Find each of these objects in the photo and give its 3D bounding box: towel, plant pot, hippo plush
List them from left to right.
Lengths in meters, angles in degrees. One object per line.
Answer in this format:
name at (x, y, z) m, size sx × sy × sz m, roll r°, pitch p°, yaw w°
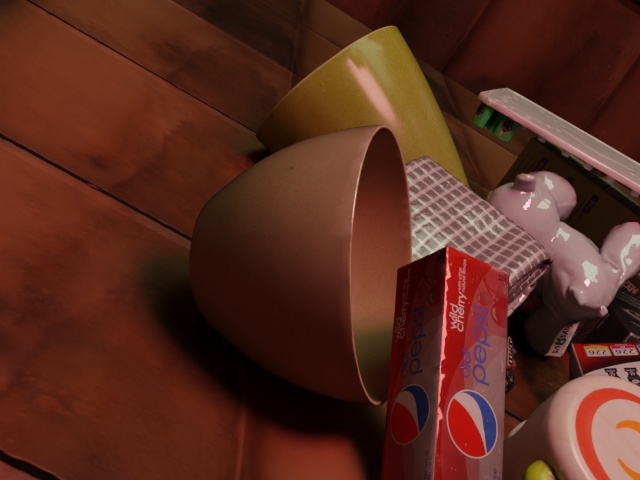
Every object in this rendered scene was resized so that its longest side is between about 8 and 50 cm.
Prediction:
plant pot at (-0.024, 0.024, 1.059) m, size 0.190 × 0.284 × 0.284 m, roll 0°, pitch 14°, yaw 16°
plant pot at (0.098, -0.127, 1.568) m, size 0.293 × 0.275 × 0.275 m, roll 53°, pitch 23°, yaw 4°
towel at (0.132, 0.028, 1.292) m, size 0.235 × 0.121 × 0.283 m, roll 41°, pitch 46°, yaw 17°
hippo plush at (0.327, 0.028, 1.529) m, size 0.236 × 0.234 × 0.294 m, roll 45°, pitch 43°, yaw 11°

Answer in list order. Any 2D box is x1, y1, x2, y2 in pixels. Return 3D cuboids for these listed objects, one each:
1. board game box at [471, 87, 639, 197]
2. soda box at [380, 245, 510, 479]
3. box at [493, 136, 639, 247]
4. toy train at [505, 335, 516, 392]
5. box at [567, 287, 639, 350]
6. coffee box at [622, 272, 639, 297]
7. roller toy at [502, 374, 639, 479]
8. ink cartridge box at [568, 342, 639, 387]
board game box at (0.444, -0.132, 1.686) m, size 0.390 × 0.050 × 0.390 m, roll 32°, pitch 17°, yaw 9°
soda box at (0.125, 0.145, 1.015) m, size 0.092 × 0.083 × 0.263 m, roll 23°, pitch 59°, yaw -28°
box at (0.438, -0.038, 1.893) m, size 0.243 × 0.214 × 0.117 m, roll 40°, pitch 22°, yaw 17°
toy train at (0.257, 0.170, 1.428) m, size 0.036 × 0.027 × 0.158 m, roll 37°, pitch 21°, yaw -3°
box at (0.490, 0.161, 1.679) m, size 0.153 × 0.108 × 0.207 m, roll 26°, pitch 22°, yaw -21°
coffee box at (0.651, 0.115, 2.036) m, size 0.246 × 0.098 × 0.141 m, roll 9°, pitch 31°, yaw -48°
roller toy at (0.294, 0.255, 1.085) m, size 0.209 × 0.146 × 0.191 m, roll 24°, pitch 46°, yaw -10°
ink cartridge box at (0.484, 0.240, 1.259) m, size 0.309 × 0.130 × 0.272 m, roll -2°, pitch 23°, yaw 4°
